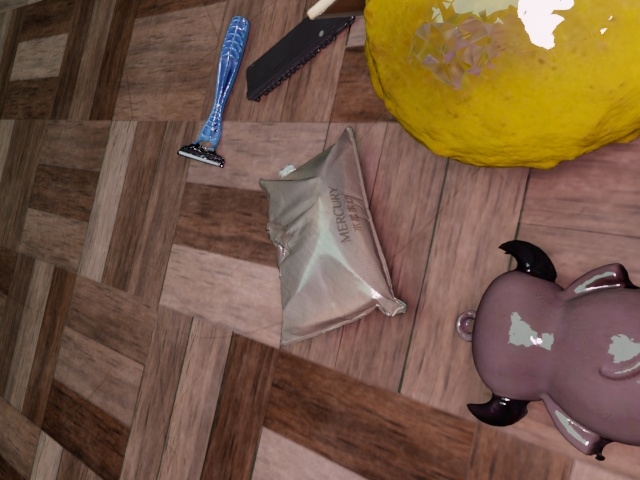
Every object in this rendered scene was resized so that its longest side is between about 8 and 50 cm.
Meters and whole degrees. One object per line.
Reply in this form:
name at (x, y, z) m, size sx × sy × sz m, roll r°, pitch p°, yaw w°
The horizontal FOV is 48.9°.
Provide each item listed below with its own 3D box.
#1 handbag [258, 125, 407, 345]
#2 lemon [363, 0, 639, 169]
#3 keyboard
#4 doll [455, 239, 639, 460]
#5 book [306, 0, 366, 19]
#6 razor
handbag at (0.000, 0.000, 0.898) m, size 0.183 × 0.117 × 0.270 m, roll -25°, pitch 62°, yaw 24°
lemon at (0.200, -0.202, 0.645) m, size 0.316 × 0.285 × 0.285 m, roll -20°, pitch 60°, yaw 2°
keyboard at (-0.034, -0.296, 1.076) m, size 0.231 × 0.023 × 0.072 m, roll -30°, pitch 53°, yaw 36°
doll at (0.239, 0.098, 0.629) m, size 0.257 × 0.117 × 0.181 m, roll 7°, pitch 83°, yaw 45°
book at (0.102, -0.313, 0.801) m, size 0.170 × 0.242 × 0.018 m, roll -33°, pitch 90°, yaw 35°
razor at (-0.167, -0.253, 1.184) m, size 0.082 × 0.042 × 0.253 m, roll 15°, pitch 90°, yaw 4°
